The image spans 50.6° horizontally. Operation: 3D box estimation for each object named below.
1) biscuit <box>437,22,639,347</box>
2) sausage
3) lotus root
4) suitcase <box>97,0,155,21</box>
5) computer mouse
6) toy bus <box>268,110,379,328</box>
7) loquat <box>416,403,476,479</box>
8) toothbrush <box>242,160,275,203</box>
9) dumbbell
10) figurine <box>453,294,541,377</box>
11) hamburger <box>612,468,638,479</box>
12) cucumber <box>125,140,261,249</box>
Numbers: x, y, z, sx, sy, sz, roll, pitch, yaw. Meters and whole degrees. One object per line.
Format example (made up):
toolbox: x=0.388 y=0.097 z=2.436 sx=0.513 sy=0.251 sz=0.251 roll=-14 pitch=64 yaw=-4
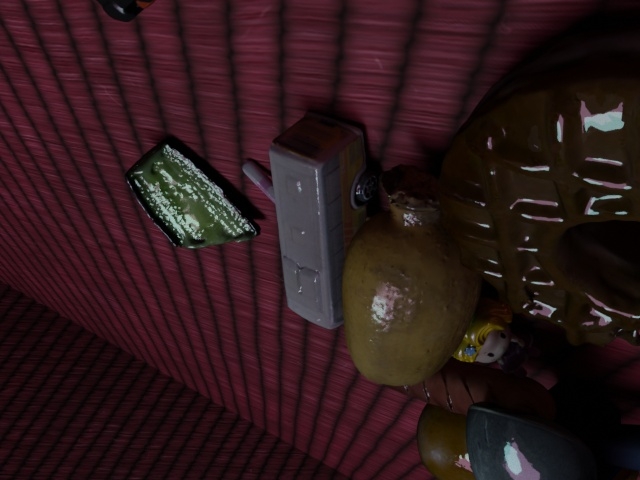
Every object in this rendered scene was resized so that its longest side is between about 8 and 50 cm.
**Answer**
biscuit: x=0.231 y=-0.031 z=0.536 sx=0.268 sy=0.115 sz=0.366 roll=32 pitch=154 yaw=-2
sausage: x=0.206 y=0.219 z=1.027 sx=0.088 sy=0.088 sz=0.433 roll=40 pitch=165 yaw=-18
lotus root: x=0.095 y=0.064 z=0.741 sx=0.303 sy=0.146 sz=0.131 roll=92 pitch=154 yaw=-42
suitcase: x=-0.168 y=-0.302 z=0.533 sx=0.206 sy=0.066 sz=0.285 roll=43 pitch=153 yaw=-26
computer mouse: x=0.289 y=0.342 z=0.871 sx=0.167 sy=0.090 sz=0.379 roll=4 pitch=138 yaw=50
toy bus: x=0.005 y=-0.012 z=0.791 sx=0.092 sy=0.106 sz=0.268 roll=25 pitch=138 yaw=29
loquat: x=0.253 y=0.332 z=1.138 sx=0.179 sy=0.179 sz=0.227 roll=38 pitch=151 yaw=-14
toothbrush: x=0.000 y=0.000 z=0.902 sx=0.286 sy=0.020 sz=0.025 roll=46 pitch=180 yaw=-4
dumbbell: x=0.412 y=0.260 z=0.849 sx=0.316 sy=0.156 sz=0.144 roll=-16 pitch=98 yaw=58
figurine: x=0.197 y=0.110 z=0.880 sx=0.156 sy=0.095 sz=0.115 roll=25 pitch=-178 yaw=-33
hamburger: x=0.412 y=0.359 z=1.052 sx=0.147 sy=0.083 sz=0.138 roll=-3 pitch=-163 yaw=-43
cucumber: x=-0.191 y=-0.060 z=1.008 sx=0.115 sy=0.086 sz=0.193 roll=-34 pitch=120 yaw=15
